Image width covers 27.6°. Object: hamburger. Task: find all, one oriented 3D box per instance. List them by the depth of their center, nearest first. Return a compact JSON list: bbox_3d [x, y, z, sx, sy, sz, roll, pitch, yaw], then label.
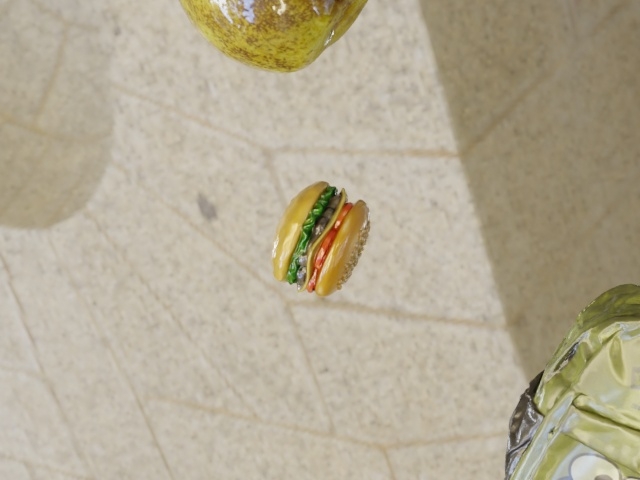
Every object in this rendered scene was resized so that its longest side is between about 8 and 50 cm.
[{"bbox_3d":[0.000,0.000,1.775,0.115,0.162,0.162,25,-141,9],"label":"hamburger"}]

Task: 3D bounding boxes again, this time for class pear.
[{"bbox_3d":[-0.042,-0.256,1.164,0.197,0.197,0.197,-15,-154,8],"label":"pear"}]

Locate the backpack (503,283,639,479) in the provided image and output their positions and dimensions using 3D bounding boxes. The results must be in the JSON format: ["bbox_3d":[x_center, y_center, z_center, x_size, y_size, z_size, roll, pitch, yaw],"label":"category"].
[{"bbox_3d":[0.286,0.160,1.175,0.207,0.253,0.140,22,-150,2],"label":"backpack"}]
